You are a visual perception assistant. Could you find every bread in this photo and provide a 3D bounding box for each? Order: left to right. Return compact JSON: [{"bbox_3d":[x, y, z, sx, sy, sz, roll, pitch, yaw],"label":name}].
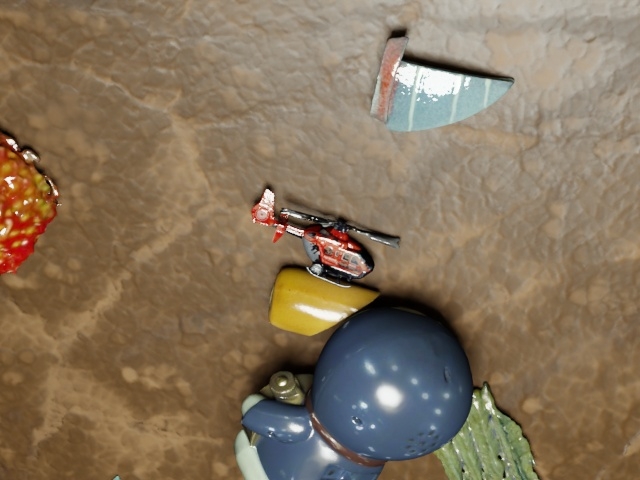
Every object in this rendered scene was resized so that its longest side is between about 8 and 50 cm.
[{"bbox_3d":[0.001,0.065,1.457,0.103,0.049,0.062,17,87,2],"label":"bread"}]

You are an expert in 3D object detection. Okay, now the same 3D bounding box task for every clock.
[{"bbox_3d":[0.042,0.167,1.453,0.199,0.147,0.243,19,127,-37],"label":"clock"}]

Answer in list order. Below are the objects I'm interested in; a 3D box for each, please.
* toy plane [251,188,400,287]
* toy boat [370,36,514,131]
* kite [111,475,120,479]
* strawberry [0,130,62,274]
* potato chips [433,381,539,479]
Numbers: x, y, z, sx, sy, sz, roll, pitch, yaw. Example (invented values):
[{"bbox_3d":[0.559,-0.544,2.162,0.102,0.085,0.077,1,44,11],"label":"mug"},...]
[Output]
[{"bbox_3d":[0.000,0.000,1.438,0.145,0.037,0.060,23,114,-5],"label":"toy plane"},{"bbox_3d":[0.110,-0.132,1.357,0.122,0.034,0.096,13,123,0],"label":"toy boat"},{"bbox_3d":[-0.277,0.428,1.707,0.368,0.014,0.406,25,117,-5],"label":"kite"},{"bbox_3d":[-0.418,-0.026,1.435,0.306,0.138,0.233,-14,112,17],"label":"strawberry"},{"bbox_3d":[0.180,0.241,1.536,0.092,0.028,0.207,-24,110,13],"label":"potato chips"}]
